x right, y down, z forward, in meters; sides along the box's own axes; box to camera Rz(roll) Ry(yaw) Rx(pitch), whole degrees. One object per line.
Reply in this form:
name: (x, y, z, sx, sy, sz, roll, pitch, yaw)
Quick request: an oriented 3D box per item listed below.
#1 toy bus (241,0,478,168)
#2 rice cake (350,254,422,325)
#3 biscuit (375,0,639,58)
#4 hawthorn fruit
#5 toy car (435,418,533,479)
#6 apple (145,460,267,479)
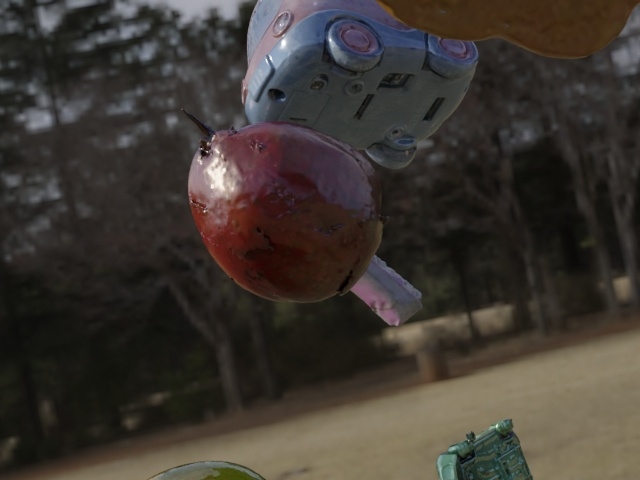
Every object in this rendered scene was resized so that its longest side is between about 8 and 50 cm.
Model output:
toy bus: (0.036, -0.235, 1.894, 0.294, 0.232, 0.197, 0, -37, -29)
rice cake: (0.000, 0.000, 1.723, 0.055, 0.270, 0.049, -51, -6, 8)
biscuit: (0.144, -0.302, 1.203, 0.351, 0.312, 0.057, 4, 22, -17)
hawthorn fruit: (-0.052, -0.043, 1.498, 0.181, 0.235, 0.181, -49, 15, 18)
toy car: (0.145, 0.217, 1.411, 0.058, 0.093, 0.186, -21, -5, 26)
apple: (-0.103, 0.296, 1.429, 0.196, 0.196, 0.196, -11, -3, -1)
